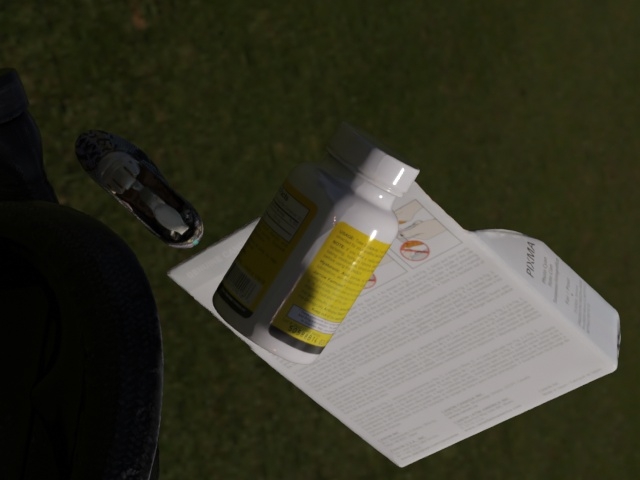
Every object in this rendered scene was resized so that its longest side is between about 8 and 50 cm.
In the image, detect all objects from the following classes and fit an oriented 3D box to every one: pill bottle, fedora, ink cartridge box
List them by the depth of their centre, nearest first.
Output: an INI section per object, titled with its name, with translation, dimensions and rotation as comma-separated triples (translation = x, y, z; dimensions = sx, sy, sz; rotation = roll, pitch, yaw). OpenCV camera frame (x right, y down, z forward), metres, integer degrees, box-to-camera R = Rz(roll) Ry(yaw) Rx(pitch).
[pill bottle]
translation = 0.000, 0.000, 0.807
dimensions = 0.065, 0.116, 0.065
rotation = 32, 10, -6
[fedora]
translation = -0.197, 0.147, 0.960
dimensions = 0.152, 0.334, 0.334
rotation = 39, 43, -54
[ink cartridge box]
translation = 0.080, 0.061, 1.662
dimensions = 0.385, 0.308, 0.091
rotation = 42, 38, -26

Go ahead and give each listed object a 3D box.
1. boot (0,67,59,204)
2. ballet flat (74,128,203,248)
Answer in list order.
[boot]
translation = -0.240, 0.000, 1.151
dimensions = 0.091, 0.263, 0.229
rotation = -33, 107, -30
[ballet flat]
translation = -0.127, -0.037, 1.119
dimensions = 0.114, 0.041, 0.041
rotation = 42, 29, -10
